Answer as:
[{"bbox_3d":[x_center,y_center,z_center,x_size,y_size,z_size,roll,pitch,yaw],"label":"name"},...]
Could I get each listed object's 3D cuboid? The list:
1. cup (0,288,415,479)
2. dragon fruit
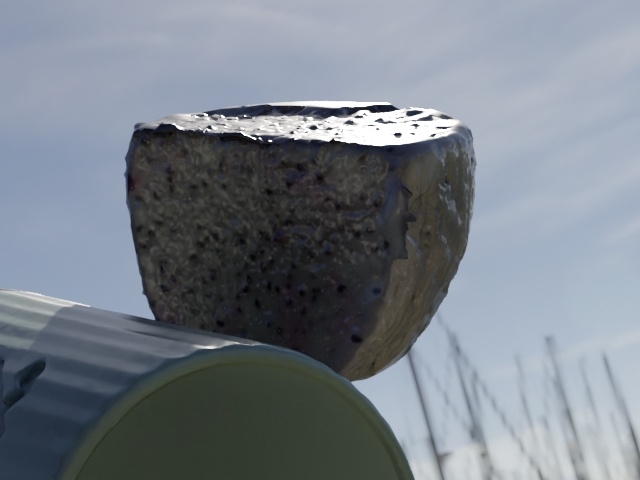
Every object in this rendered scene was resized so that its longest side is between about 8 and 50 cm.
[{"bbox_3d":[-0.145,0.232,1.035,0.310,0.401,0.392,-9,4,-33],"label":"cup"},{"bbox_3d":[0.000,0.000,1.316,0.283,0.221,0.204,5,8,32],"label":"dragon fruit"}]
